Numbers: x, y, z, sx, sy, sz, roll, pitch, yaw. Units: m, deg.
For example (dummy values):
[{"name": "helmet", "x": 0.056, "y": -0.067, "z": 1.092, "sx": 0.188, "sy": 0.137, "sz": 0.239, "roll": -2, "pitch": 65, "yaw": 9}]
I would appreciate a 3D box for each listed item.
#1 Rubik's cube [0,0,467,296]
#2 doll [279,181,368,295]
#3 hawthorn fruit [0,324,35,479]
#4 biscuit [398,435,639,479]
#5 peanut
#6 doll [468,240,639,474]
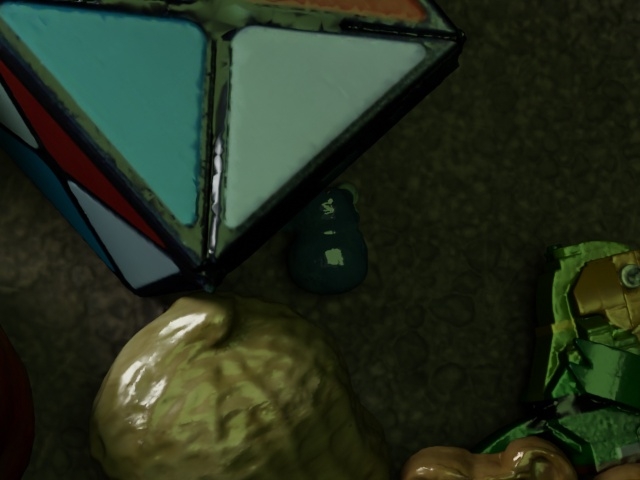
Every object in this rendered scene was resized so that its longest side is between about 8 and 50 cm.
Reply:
[{"name": "Rubik's cube", "x": -0.091, "y": -0.128, "z": 1.242, "sx": 0.246, "sy": 0.248, "sz": 0.250, "roll": -43, "pitch": 96, "yaw": -14}, {"name": "doll", "x": 0.000, "y": 0.000, "z": 1.354, "sx": 0.076, "sy": 0.050, "sz": 0.083, "roll": -9, "pitch": 88, "yaw": -11}, {"name": "hawthorn fruit", "x": -0.309, "y": 0.086, "z": 1.192, "sx": 0.224, "sy": 0.224, "sz": 0.261, "roll": -19, "pitch": 66, "yaw": -16}, {"name": "biscuit", "x": 0.181, "y": 0.237, "z": 1.324, "sx": 0.289, "sy": 0.044, "sz": 0.202, "roll": 24, "pitch": 112, "yaw": -15}, {"name": "peanut", "x": -0.056, "y": 0.142, "z": 1.270, "sx": 0.197, "sy": 0.110, "sz": 0.233, "roll": -28, "pitch": 125, "yaw": -10}, {"name": "doll", "x": 0.198, "y": 0.090, "z": 1.363, "sx": 0.134, "sy": 0.106, "sz": 0.186, "roll": 16, "pitch": 80, "yaw": -7}]
